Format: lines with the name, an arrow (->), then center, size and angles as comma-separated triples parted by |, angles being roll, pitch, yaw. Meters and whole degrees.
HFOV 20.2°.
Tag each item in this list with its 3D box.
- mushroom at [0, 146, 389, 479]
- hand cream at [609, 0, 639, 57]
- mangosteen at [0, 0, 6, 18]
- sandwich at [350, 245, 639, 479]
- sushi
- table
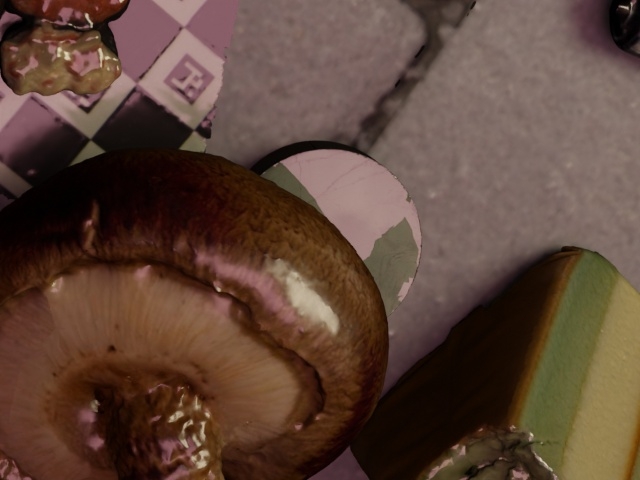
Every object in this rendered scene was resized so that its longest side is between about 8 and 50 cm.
mushroom -> -0.100, 0.077, 1.144 | 0.297, 0.163, 0.278 | -13, 99, 19
hand cream -> 0.299, -0.126, 1.246 | 0.235, 0.055, 0.086 | 17, 102, -20
mangosteen -> -0.314, -0.168, 1.009 | 0.288, 0.288, 0.288 | -2, 103, -9
sandwich -> 0.160, 0.134, 1.199 | 0.227, 0.198, 0.155 | -45, 105, 3
sushi -> -0.176, -0.157, 1.155 | 0.264, 0.050, 0.290 | 13, 101, -12
table -> 0.000, 0.000, 1.223 | 0.133, 0.043, 0.133 | -2, 103, -9
